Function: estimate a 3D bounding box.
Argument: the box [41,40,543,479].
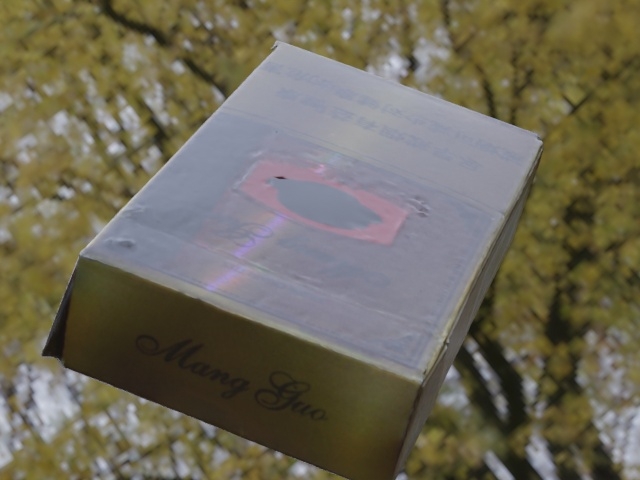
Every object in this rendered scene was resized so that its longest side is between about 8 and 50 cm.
[{"bbox_3d":[0.000,0.000,0.767,0.240,0.159,0.071,-54,-16,-56],"label":"box"}]
